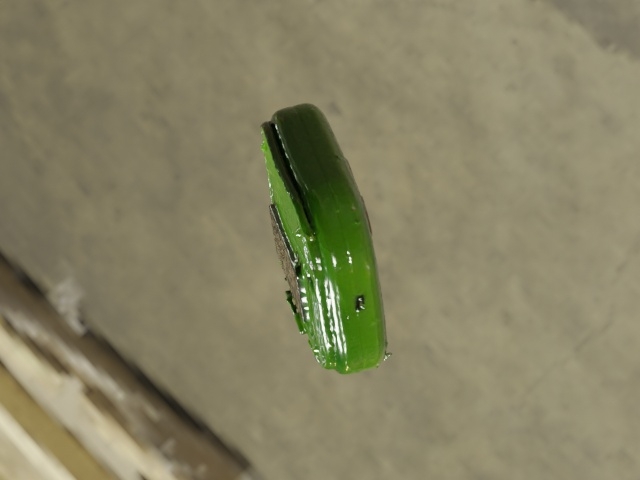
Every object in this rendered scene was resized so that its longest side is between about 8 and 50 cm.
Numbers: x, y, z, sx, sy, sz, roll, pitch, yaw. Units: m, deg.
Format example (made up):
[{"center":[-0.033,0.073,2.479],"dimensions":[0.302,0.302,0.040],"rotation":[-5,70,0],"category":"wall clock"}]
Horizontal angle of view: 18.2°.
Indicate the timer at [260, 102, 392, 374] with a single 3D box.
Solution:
[{"center":[0.000,0.000,1.112],"dimensions":[0.140,0.047,0.128],"rotation":[-112,11,-50],"category":"timer"}]
